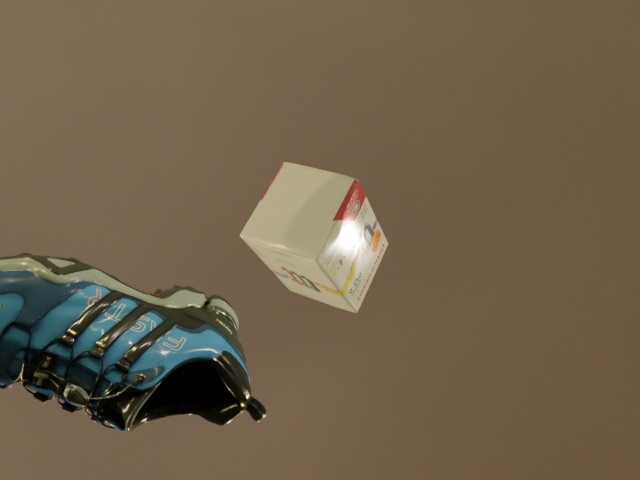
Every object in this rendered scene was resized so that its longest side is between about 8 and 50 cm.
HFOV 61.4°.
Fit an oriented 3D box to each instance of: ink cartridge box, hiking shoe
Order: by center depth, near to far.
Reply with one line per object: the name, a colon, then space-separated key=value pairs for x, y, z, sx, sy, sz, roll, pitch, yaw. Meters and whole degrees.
hiking shoe: x=-0.190 y=0.094 z=0.455 sx=0.304 sy=0.132 sz=0.113 roll=9 pitch=-62 yaw=-35
ink cartridge box: x=0.000 y=0.000 z=0.766 sx=0.128 sy=0.127 sz=0.176 roll=-63 pitch=-31 yaw=-18
